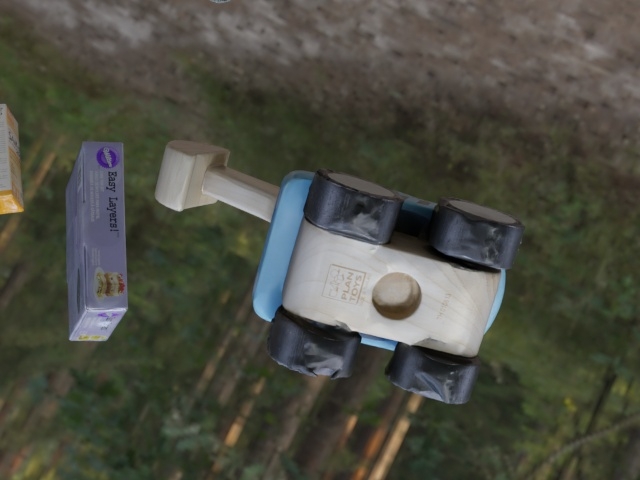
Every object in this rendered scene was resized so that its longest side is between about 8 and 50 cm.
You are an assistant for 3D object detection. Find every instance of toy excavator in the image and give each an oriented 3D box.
[{"bbox_3d":[0.000,0.000,1.680,0.433,0.222,0.445,14,-169,-6],"label":"toy excavator"}]

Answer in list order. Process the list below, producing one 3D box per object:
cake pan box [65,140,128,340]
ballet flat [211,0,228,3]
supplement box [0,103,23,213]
[{"bbox_3d":[-0.340,0.002,2.017,0.070,0.266,0.246,1,164,-18],"label":"cake pan box"},{"bbox_3d":[-0.128,-0.431,1.828,0.072,0.213,0.068,8,-155,-9],"label":"ballet flat"},{"bbox_3d":[-0.328,-0.082,1.370,0.036,0.098,0.062,-7,166,-2],"label":"supplement box"}]
